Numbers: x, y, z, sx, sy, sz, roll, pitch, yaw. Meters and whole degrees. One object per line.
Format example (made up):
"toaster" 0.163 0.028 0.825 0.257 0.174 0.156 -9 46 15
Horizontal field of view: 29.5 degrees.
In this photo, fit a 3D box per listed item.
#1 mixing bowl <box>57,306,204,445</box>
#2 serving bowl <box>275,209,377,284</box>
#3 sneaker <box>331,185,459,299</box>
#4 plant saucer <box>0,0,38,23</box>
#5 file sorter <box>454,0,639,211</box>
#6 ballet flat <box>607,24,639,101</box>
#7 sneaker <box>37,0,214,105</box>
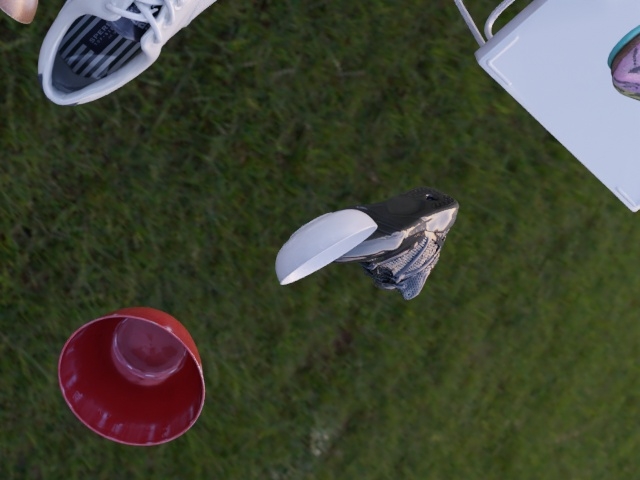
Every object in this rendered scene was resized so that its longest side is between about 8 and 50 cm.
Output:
"mixing bowl" -0.222 0.151 1.500 0.182 0.098 0.181 3 115 6
"serving bowl" 0.000 0.000 0.901 0.083 0.083 0.027 -27 82 -22
"sneaker" 0.071 0.019 1.422 0.228 0.087 0.130 -18 128 -50
"plant saucer" -0.487 -0.423 1.848 0.036 0.198 0.198 -31 129 12
"file sorter" 0.295 -0.207 1.259 0.193 0.173 0.278 -41 125 18
"ballet flat" 0.248 -0.096 0.697 0.221 0.079 0.077 -15 160 -48
"sneaker" -0.111 -0.178 0.856 0.094 0.091 0.258 32 132 -21
